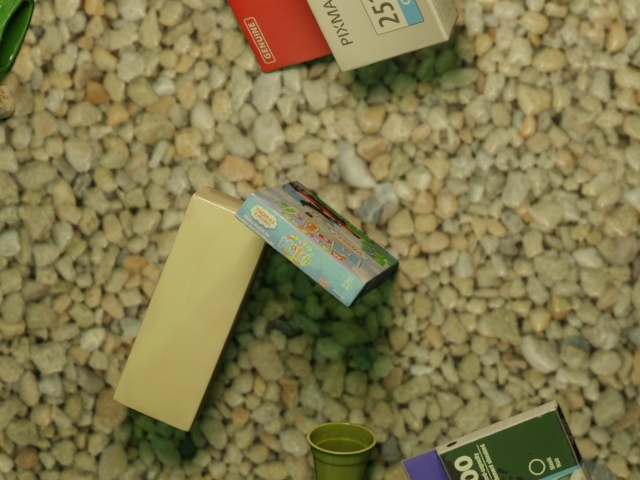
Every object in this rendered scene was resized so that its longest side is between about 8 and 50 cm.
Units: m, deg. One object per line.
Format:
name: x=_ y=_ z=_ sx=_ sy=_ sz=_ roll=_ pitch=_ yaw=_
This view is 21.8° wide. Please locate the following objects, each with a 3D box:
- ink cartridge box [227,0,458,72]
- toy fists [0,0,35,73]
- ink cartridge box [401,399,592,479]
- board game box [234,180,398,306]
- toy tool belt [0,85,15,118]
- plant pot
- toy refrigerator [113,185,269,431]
ink cartridge box: x=-0.022 y=-0.324 z=1.836 sx=0.261 sy=0.066 sz=0.296 roll=-13 pitch=119 yaw=27
toy fists: x=-0.409 y=-0.343 z=1.996 sx=0.142 sy=0.096 sz=0.279 roll=23 pitch=102 yaw=11
ink cartridge box: x=0.223 y=0.321 z=1.951 sx=0.208 sy=0.045 sz=0.206 roll=-24 pitch=91 yaw=16
board game box: x=0.000 y=0.000 z=1.879 sx=0.160 sy=0.211 sz=0.039 roll=39 pitch=103 yaw=6
toy tool belt: x=-0.419 y=-0.159 z=2.041 sx=0.083 sy=0.051 sz=0.052 roll=-30 pitch=89 yaw=15
plant pot: x=0.023 y=0.270 z=1.979 sx=0.083 sy=0.083 sz=0.079 roll=7 pitch=109 yaw=12
toy refrigerator: x=-0.147 y=0.080 z=1.987 sx=0.102 sy=0.094 sz=0.270 roll=22 pitch=102 yaw=3
